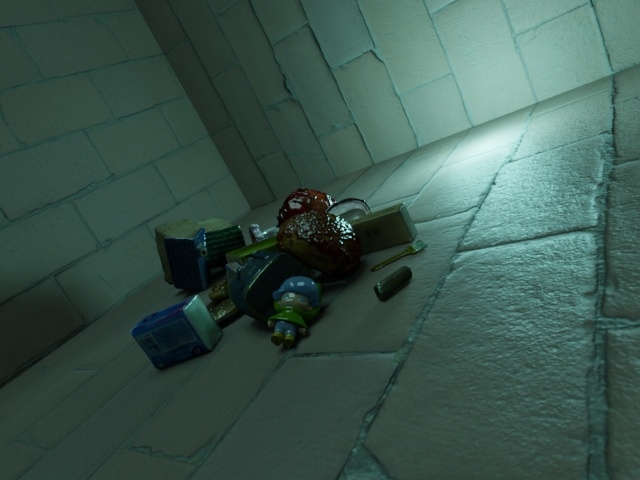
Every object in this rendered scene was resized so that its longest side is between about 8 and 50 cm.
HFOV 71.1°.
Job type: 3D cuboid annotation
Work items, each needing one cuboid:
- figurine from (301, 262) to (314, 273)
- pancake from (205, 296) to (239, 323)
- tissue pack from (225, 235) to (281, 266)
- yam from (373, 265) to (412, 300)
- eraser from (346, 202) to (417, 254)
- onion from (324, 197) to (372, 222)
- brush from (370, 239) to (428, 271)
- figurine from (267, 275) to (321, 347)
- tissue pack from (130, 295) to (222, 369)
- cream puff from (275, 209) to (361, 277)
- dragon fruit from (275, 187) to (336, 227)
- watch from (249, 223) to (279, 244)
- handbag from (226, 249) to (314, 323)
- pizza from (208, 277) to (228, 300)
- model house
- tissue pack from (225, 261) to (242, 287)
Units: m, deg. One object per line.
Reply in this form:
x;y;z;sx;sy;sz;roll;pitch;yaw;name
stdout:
-0.093;0.105;1.904;0.178;0.130;0.109;13;81;57;figurine
-0.426;0.293;1.964;0.356;0.065;0.356;-28;9;5;pancake
-0.262;0.089;2.062;0.275;0.167;0.200;-22;13;-28;tissue pack
0.224;0.131;1.391;0.132;0.054;0.054;-32;16;-19;yam
0.202;-0.031;1.794;0.344;0.144;0.078;-18;19;34;eraser
0.097;-0.067;2.002;0.284;0.120;0.226;-8;56;2;onion
0.279;0.059;1.615;0.218;0.010;0.082;-28;15;3;brush
-0.086;0.225;1.456;0.162;0.143;0.263;6;45;15;figurine
-0.549;0.352;1.717;0.264;0.198;0.146;-23;17;17;tissue pack
0.004;0.002;1.701;0.228;0.351;0.350;-64;23;-8;cream puff
-0.052;-0.106;2.152;0.295;0.302;0.295;-58;12;21;dragon fruit
-0.284;-0.036;2.595;0.232;0.195;0.244;-25;10;-17;watch
-0.193;0.166;1.647;0.263;0.222;0.241;-50;20;-19;handbag
-0.457;0.223;2.039;0.127;0.058;0.246;-29;12;1;pizza
-0.682;0.089;2.635;0.446;0.394;0.400;-17;23;-33;model house
-0.346;0.170;1.895;0.065;0.115;0.155;-13;22;-33;tissue pack
